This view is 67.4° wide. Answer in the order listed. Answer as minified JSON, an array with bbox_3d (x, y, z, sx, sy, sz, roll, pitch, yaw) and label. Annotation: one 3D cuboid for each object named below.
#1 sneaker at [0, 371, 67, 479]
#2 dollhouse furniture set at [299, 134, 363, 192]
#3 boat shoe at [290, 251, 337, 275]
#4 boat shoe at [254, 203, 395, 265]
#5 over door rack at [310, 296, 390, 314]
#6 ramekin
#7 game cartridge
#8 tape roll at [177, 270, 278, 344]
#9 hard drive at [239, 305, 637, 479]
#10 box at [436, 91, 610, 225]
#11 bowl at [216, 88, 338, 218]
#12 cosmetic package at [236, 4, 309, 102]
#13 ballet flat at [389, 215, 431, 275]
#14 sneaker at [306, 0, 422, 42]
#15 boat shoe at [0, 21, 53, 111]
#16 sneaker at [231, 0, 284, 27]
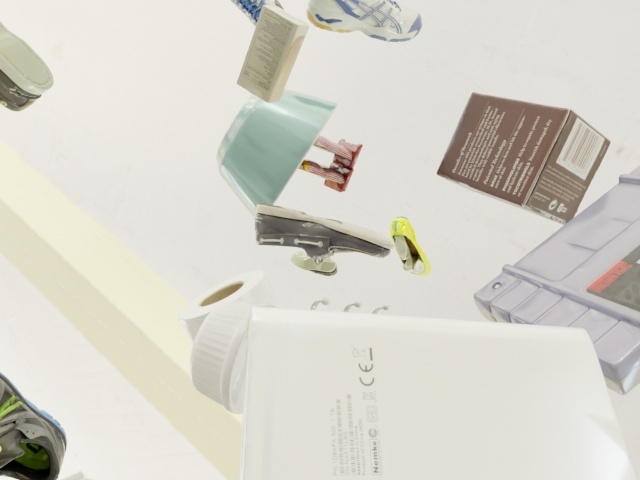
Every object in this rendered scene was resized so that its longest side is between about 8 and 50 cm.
[{"bbox_3d":[-0.320,0.180,0.465,0.078,0.067,0.188,34,-20,54],"label":"sneaker"},{"bbox_3d":[-0.073,-0.280,1.472,0.374,0.201,0.152,31,-76,53],"label":"dollhouse furniture set"},{"bbox_3d":[-0.018,0.065,1.283,0.133,0.042,0.049,12,-115,21],"label":"boat shoe"},{"bbox_3d":[0.000,0.000,0.666,0.206,0.075,0.065,15,-82,19],"label":"boat shoe"},{"bbox_3d":[0.139,0.256,1.009,0.108,0.239,0.324,-48,-129,27],"label":"over door rack"},{"bbox_3d":[-0.206,0.270,1.167,0.127,0.273,0.273,14,-76,16],"label":"ramekin"},{"bbox_3d":[0.394,0.014,0.588,0.355,0.230,0.068,-35,-72,-10],"label":"game cartridge"},{"bbox_3d":[-0.274,0.200,1.436,0.286,0.286,0.100,-18,-77,30],"label":"tape roll"},{"bbox_3d":[0.097,0.166,0.387,0.040,0.318,0.210,114,-22,-57],"label":"hard drive"},{"bbox_3d":[0.362,-0.149,0.870,0.203,0.168,0.167,35,-73,50],"label":"box"},{"bbox_3d":[-0.113,-0.206,1.045,0.163,0.311,0.311,32,-66,-7],"label":"bowl"},{"bbox_3d":[-0.068,-0.259,0.672,0.060,0.041,0.115,34,-59,8],"label":"cosmetic package"},{"bbox_3d":[0.241,0.038,1.313,0.077,0.077,0.231,-10,-51,27],"label":"ballet flat"},{"bbox_3d":[0.119,-0.543,1.100,0.112,0.296,0.131,-117,-147,-42],"label":"sneaker"},{"bbox_3d":[-0.440,-0.264,0.586,0.068,0.081,0.228,-28,-69,23],"label":"boat shoe"},{"bbox_3d":[-0.146,-0.503,1.025,0.211,0.081,0.080,55,-45,9],"label":"sneaker"}]
